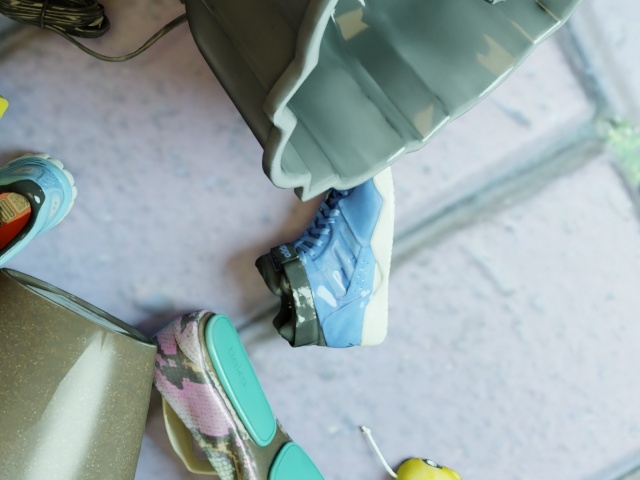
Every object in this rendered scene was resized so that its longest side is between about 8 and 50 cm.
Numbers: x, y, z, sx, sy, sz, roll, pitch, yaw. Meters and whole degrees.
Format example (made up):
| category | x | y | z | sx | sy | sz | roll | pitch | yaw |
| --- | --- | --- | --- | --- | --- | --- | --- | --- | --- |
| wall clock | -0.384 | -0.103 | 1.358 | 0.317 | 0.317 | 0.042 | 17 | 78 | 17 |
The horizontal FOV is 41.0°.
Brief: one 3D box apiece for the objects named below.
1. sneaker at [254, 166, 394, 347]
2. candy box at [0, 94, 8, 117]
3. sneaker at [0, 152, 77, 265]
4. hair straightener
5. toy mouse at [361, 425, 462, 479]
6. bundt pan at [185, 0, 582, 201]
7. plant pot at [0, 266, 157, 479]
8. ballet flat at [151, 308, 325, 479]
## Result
| category | x | y | z | sx | sy | sz | roll | pitch | yaw |
| --- | --- | --- | --- | --- | --- | --- | --- | --- | --- |
| sneaker | 0.000 | 0.000 | 0.566 | 0.085 | 0.058 | 0.152 | -3 | 108 | -13 |
| candy box | -0.281 | -0.028 | 0.526 | 0.105 | 0.027 | 0.206 | 37 | 97 | 22 |
| sneaker | -0.231 | 0.004 | 0.538 | 0.162 | 0.073 | 0.063 | -40 | 102 | 3 |
| hair straightener | -0.192 | -0.159 | 0.531 | 0.230 | 0.047 | 0.089 | 11 | 100 | -11 |
| toy mouse | 0.067 | 0.235 | 0.632 | 0.161 | 0.031 | 0.143 | 28 | 98 | -10 |
| bundt pan | 0.061 | -0.176 | 0.422 | 0.331 | 0.331 | 0.124 | -44 | 77 | 4 |
| plant pot | -0.202 | 0.141 | 0.519 | 0.215 | 0.215 | 0.230 | 29 | 83 | -10 |
| ballet flat | -0.053 | 0.153 | 0.591 | 0.079 | 0.077 | 0.221 | -27 | 97 | 22 |
